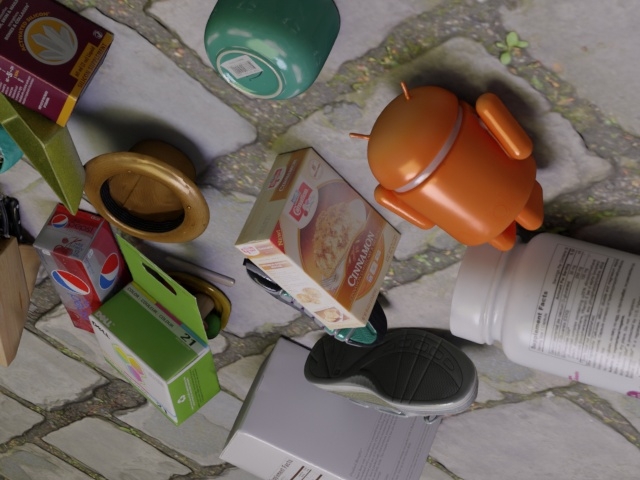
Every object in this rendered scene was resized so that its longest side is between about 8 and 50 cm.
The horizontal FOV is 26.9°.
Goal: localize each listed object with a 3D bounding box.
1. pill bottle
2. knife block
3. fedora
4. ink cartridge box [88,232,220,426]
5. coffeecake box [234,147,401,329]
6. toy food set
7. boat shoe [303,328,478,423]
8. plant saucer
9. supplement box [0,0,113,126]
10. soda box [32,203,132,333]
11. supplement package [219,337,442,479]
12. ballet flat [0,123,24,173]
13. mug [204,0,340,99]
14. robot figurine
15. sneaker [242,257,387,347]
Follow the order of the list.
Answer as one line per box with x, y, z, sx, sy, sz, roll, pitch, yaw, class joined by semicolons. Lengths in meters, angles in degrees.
0.303;0.082;1.543;0.283;0.160;0.160;15;151;18;pill bottle
-0.537;0.055;2.081;0.088;0.276;0.242;15;180;17;knife block
-0.223;-0.075;1.770;0.194;0.079;0.194;15;146;11;fedora
-0.261;0.135;2.021;0.188;0.097;0.255;37;155;28;ink cartridge box
0.000;0.000;1.656;0.068;0.142;0.185;-10;137;46;coffeecake box
-0.211;0.113;2.091;0.128;0.071;0.218;23;152;2;toy food set
0.113;0.202;1.956;0.320;0.118;0.103;-2;149;46;boat shoe
-0.362;-0.147;1.690;0.188;0.045;0.188;49;165;22;plant saucer
-0.354;-0.233;1.573;0.188;0.104;0.081;29;151;-10;supplement box
-0.361;0.055;2.097;0.092;0.083;0.263;17;152;16;soda box
0.014;0.315;2.151;0.292;0.178;0.175;26;152;-3;supplement package
-0.490;-0.176;1.794;0.083;0.087;0.247;-6;140;37;ballet flat
-0.056;-0.201;1.401;0.129;0.097;0.158;19;151;10;mug
0.142;-0.081;1.427;0.219;0.128;0.158;34;165;-20;robot figurine
-0.007;0.074;1.886;0.223;0.083;0.098;34;172;-8;sneaker
